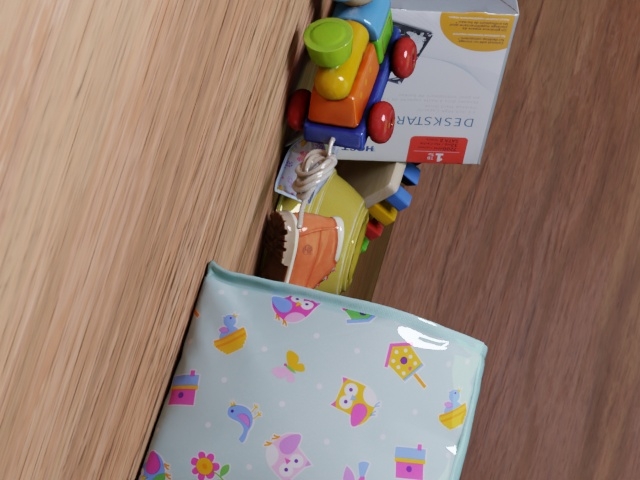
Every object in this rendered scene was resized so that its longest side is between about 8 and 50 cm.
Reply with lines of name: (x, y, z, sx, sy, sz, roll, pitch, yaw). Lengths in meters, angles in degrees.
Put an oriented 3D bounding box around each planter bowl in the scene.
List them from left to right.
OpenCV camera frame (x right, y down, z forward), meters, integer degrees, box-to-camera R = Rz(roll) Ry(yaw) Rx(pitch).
planter bowl: (0.000, 0.000, 1.616, 0.217, 0.090, 0.217, 16, 90, -83)

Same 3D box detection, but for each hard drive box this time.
hard drive box: (0.108, -0.197, 1.594, 0.232, 0.181, 0.089, 97, -8, -50)

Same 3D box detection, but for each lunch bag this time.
lunch bag: (-0.010, -0.091, 1.483, 0.071, 0.053, 0.083, -57, 172, -62)
lunch bag: (0.001, 0.161, 1.247, 0.160, 0.262, 0.223, 82, 24, -74)

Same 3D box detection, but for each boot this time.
boot: (-0.020, 0.042, 1.513, 0.059, 0.084, 0.158, 46, -49, 48)

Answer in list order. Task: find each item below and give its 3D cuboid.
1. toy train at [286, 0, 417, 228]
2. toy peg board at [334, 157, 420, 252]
toy train: (0.013, -0.149, 1.368, 0.143, 0.105, 0.248, 78, 26, -54)
toy peg board: (0.074, -0.071, 1.751, 0.160, 0.079, 0.161, -28, -148, 42)
